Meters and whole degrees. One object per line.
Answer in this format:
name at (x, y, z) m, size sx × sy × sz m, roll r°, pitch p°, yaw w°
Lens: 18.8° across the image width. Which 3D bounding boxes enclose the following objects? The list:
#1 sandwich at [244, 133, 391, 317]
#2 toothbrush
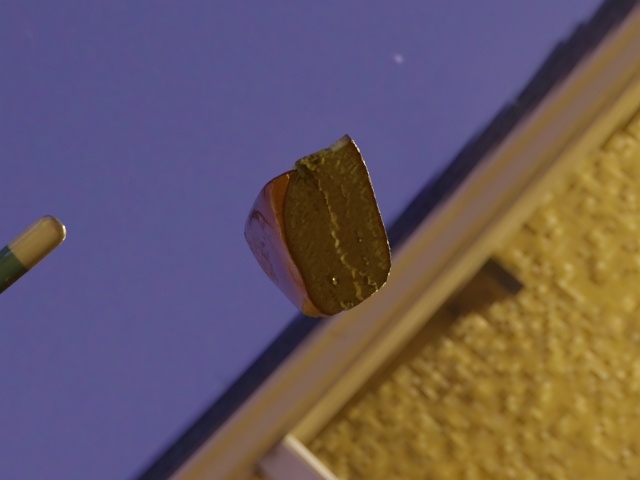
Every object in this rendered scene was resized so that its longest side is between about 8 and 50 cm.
sandwich at (0.000, 0.000, 0.563) m, size 0.031 × 0.044 × 0.083 m, roll -29°, pitch -6°, yaw -11°
toothbrush at (-0.246, 0.078, 1.040) m, size 0.276 × 0.019 × 0.025 m, roll -40°, pitch -4°, yaw -5°
